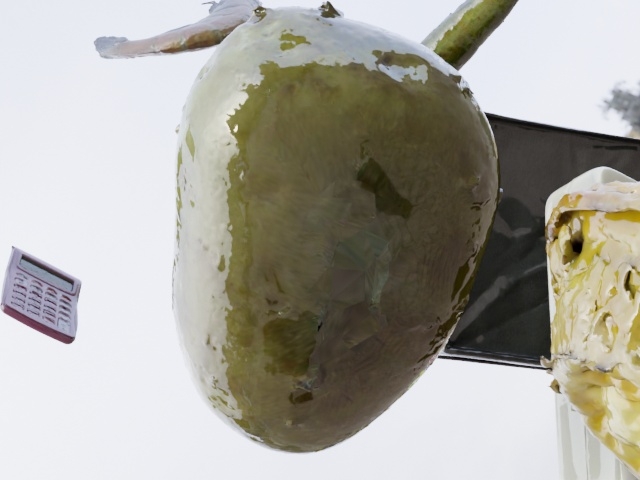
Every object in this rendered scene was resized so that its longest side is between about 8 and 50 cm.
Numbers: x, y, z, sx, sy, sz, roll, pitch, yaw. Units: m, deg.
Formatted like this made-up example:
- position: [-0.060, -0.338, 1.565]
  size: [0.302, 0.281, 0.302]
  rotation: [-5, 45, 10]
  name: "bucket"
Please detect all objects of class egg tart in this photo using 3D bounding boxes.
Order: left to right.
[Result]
- position: [0.152, 0.057, 0.380]
  size: [0.074, 0.191, 0.191]
  rotation: [-45, -33, -11]
  name: "egg tart"

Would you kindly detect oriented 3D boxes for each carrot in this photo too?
- position: [0.139, -0.219, 1.295]
  size: [0.358, 0.074, 0.074]
  rotation: [-45, -26, 18]
  name: "carrot"

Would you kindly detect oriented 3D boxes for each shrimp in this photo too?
- position: [-0.165, -0.260, 1.197]
  size: [0.262, 0.198, 0.051]
  rotation: [-78, -19, -65]
  name: "shrimp"

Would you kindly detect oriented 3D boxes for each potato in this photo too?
- position: [0.000, 0.000, 0.662]
  size: [0.210, 0.173, 0.307]
  rotation: [8, -65, -13]
  name: "potato"

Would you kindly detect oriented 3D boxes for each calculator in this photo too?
- position: [-0.430, 0.085, 1.540]
  size: [0.127, 0.190, 0.034]
  rotation: [33, -71, -24]
  name: "calculator"

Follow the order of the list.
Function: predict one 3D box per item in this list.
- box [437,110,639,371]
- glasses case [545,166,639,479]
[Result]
- position: [0.262, 0.017, 1.095]
  size: [0.204, 0.345, 0.251]
  rotation: [149, 128, -78]
  name: "box"
- position: [0.265, 0.095, 0.855]
  size: [0.131, 0.070, 0.312]
  rotation: [22, -124, -28]
  name: "glasses case"
